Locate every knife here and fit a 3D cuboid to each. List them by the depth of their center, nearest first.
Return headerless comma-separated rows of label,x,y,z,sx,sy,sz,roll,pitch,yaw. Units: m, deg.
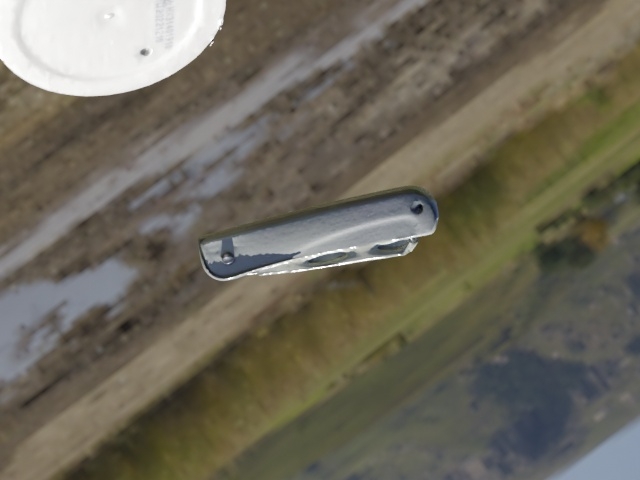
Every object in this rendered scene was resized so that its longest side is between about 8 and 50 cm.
knife,-0.001,-0.003,1.862,0.265,0.073,0.040,-11,-174,8

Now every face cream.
face cream,-0.110,-0.172,0.738,0.096,0.214,0.096,-12,146,-8
